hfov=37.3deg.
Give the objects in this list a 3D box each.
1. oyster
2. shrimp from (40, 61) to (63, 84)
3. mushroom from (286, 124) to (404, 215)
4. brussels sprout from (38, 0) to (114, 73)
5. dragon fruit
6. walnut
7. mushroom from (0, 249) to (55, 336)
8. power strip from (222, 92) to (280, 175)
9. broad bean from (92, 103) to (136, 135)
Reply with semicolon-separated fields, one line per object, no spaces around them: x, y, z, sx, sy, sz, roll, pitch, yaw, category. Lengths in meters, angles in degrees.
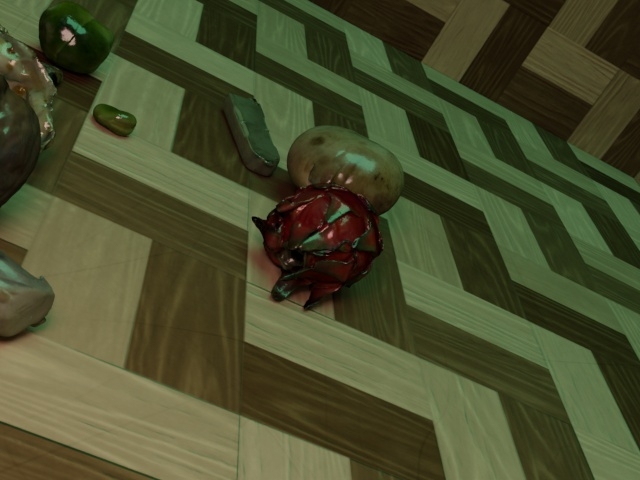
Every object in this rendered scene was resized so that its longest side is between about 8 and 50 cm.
-0.517;-0.238;1.513;0.341;0.110;0.166;47;33;23;oyster
-0.519;-0.295;1.714;0.091;0.034;0.161;15;21;-10;shrimp
0.044;-0.129;1.882;0.255;0.184;0.255;24;28;-14;mushroom
-0.479;-0.390;1.831;0.155;0.117;0.155;44;6;-6;brussels sprout
0.000;0.000;1.609;0.192;0.193;0.274;60;26;-4;dragon fruit
-0.475;-0.132;1.231;0.224;0.224;0.224;26;25;-13;walnut
-0.480;0.026;1.086;0.351;0.097;0.109;20;25;-17;mushroom
-0.144;-0.223;1.998;0.080;0.048;0.286;16;29;-28;power strip
-0.377;-0.223;1.728;0.083;0.045;0.063;28;22;8;broad bean
